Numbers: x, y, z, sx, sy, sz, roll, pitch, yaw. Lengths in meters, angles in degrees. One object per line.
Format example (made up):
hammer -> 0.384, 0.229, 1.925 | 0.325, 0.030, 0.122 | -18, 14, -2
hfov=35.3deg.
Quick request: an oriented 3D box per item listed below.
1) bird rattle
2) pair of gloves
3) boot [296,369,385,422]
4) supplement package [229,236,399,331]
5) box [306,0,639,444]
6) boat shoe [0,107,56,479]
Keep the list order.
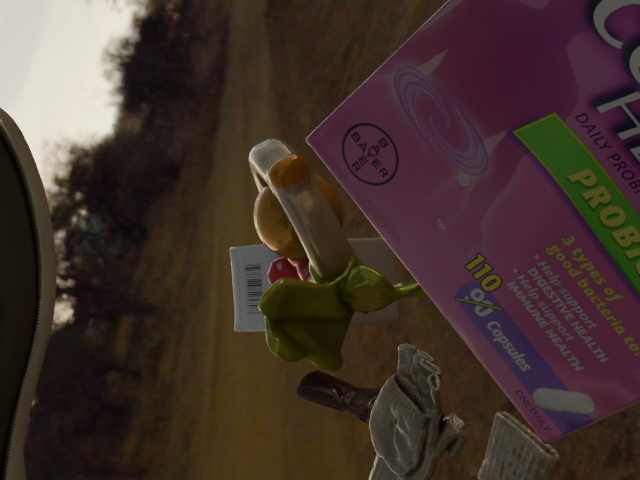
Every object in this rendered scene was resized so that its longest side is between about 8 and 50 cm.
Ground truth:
bird rattle -> 0.000, 0.000, 0.912 | 0.253, 0.143, 0.206 | -110, -3, -76
pair of gloves -> 0.131, 0.228, 0.958 | 0.240, 0.042, 0.204 | 29, 122, 50
boot -> 0.038, 0.173, 1.195 | 0.106, 0.114, 0.037 | -27, -54, -56
supplement package -> -0.006, 0.052, 1.216 | 0.105, 0.179, 0.105 | -8, 85, 53
box -> 0.153, -0.049, 0.501 | 0.243, 0.213, 0.117 | -39, -2, 42
boat shoe -> -0.224, 0.071, 0.574 | 0.091, 0.109, 0.304 | -6, -76, -58
